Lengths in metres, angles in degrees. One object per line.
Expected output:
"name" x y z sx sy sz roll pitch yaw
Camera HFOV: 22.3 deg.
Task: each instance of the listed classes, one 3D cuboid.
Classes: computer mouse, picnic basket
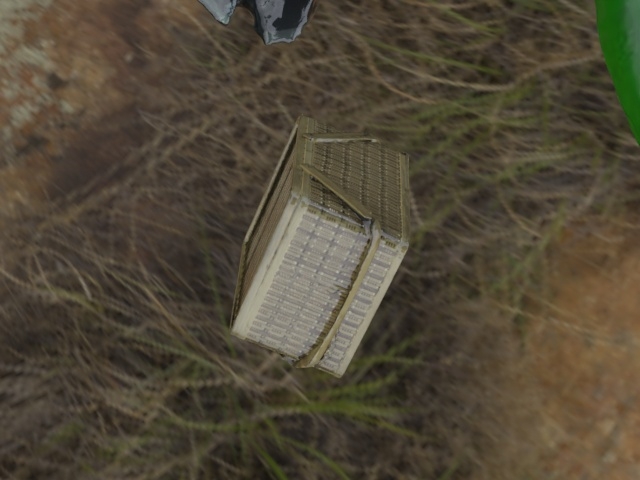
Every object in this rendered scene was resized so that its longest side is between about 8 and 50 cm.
"computer mouse" -0.027 -0.157 0.829 0.079 0.047 0.135 20 65 -14
"picnic basket" 0.000 0.000 1.053 0.079 0.164 0.115 22 113 -8

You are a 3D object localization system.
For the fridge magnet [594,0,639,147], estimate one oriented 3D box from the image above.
"fridge magnet" 0.192 -0.074 0.611 0.208 0.088 0.208 8 69 -21
